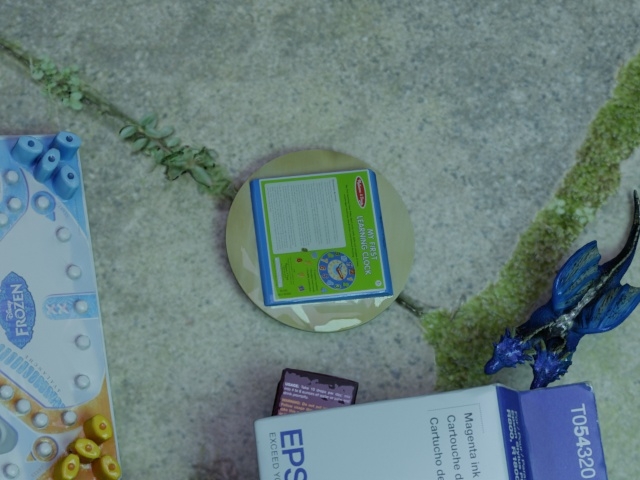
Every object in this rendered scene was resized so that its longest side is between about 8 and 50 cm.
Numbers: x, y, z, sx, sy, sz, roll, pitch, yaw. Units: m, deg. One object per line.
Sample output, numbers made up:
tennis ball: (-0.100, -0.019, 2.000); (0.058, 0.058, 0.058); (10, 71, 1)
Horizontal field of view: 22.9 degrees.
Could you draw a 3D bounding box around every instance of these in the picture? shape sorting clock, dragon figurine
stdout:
shape sorting clock: (0.000, 0.000, 1.700); (0.206, 0.040, 0.206); (1, 72, -4)
dragon figurine: (0.280, 0.059, 1.654); (0.085, 0.144, 0.289); (44, 77, 6)

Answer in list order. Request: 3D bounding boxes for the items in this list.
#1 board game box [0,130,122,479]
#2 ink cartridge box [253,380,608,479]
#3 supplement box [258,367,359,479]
board game box: (-0.404, 0.075, 1.578); (0.390, 0.050, 0.390); (-3, 75, -25)
ink cartridge box: (0.116, 0.305, 1.474); (0.330, 0.071, 0.324); (-10, 75, 8)
supplement box: (-0.020, 0.234, 1.606); (0.080, 0.104, 0.188); (12, 75, -2)
